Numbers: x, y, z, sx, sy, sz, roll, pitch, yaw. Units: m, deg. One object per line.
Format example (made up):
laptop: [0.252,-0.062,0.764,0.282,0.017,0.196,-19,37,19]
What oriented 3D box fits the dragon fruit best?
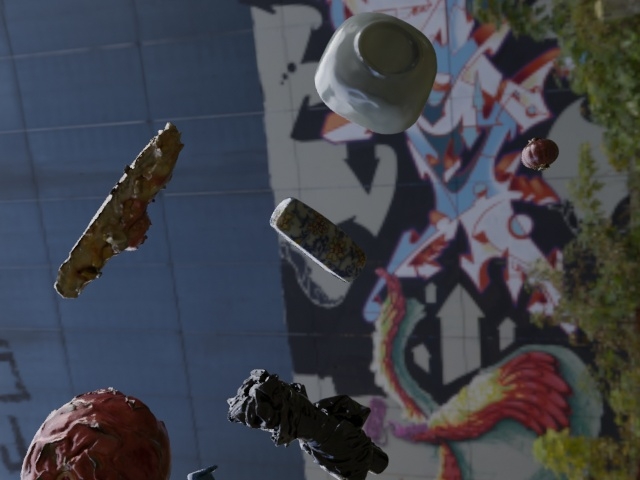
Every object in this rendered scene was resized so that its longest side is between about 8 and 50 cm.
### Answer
dragon fruit: [-0.348,0.354,1.206,0.252,0.241,0.241,156,119,-63]

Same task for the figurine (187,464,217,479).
figurine: [-0.275,0.594,1.493,0.298,0.416,0.243,-5,-70,-38]

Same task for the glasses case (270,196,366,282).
glasses case: [0.000,0.000,1.592,0.248,0.065,0.087,40,-97,-32]

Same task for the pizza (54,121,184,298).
pizza: [-0.410,-0.084,1.714,0.130,0.406,0.440,35,-145,-14]

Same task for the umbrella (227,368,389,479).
umbrella: [-0.006,0.280,1.159,0.272,0.110,0.122,31,-154,-22]

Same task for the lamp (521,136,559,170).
lamp: [0.588,-0.232,2.061,0.101,0.101,0.090,15,-120,-72]

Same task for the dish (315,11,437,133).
dish: [0.122,-0.350,1.526,0.117,0.256,0.256,122,156,-67]
